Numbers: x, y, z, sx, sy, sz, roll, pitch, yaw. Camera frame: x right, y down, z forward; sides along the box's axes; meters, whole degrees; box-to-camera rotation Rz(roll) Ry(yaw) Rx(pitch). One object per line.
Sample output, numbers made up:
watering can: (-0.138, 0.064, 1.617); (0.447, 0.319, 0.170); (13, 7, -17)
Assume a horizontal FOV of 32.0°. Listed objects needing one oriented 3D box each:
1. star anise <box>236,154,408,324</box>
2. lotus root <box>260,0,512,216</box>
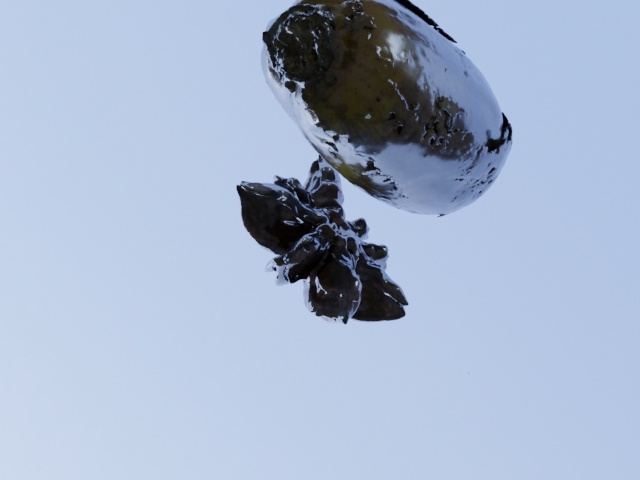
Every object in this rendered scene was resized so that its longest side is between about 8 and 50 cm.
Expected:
star anise: (0.000, 0.000, 1.244); (0.229, 0.236, 0.093); (31, -55, -22)
lotus root: (0.078, -0.133, 1.152); (0.179, 0.397, 0.196); (-28, -114, 23)
